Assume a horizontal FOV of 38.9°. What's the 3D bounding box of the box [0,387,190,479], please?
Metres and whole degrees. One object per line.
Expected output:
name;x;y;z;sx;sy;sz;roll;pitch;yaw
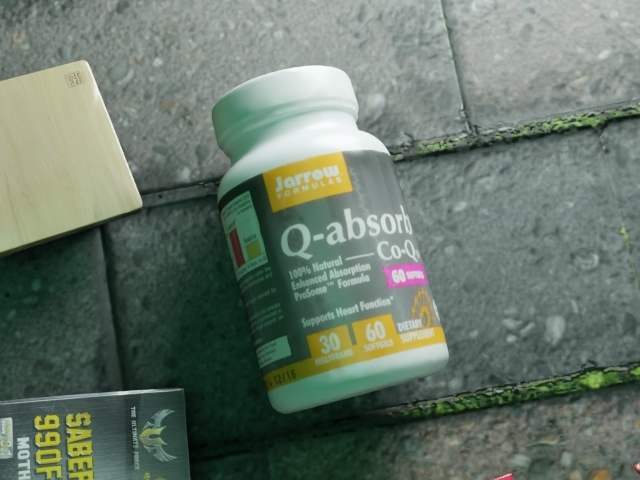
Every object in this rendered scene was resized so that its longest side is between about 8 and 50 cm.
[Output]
box;-0.204;0.250;0.780;0.183;0.056;0.231;-1;78;-21

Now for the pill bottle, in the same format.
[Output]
pill bottle;0.000;0.000;0.800;0.162;0.162;0.278;-16;80;-1

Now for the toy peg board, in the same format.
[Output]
toy peg board;-0.276;-0.068;0.876;0.161;0.079;0.161;-19;79;-18

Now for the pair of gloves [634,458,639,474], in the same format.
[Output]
pair of gloves;0.381;0.204;0.819;0.159;0.023;0.198;-43;82;-8

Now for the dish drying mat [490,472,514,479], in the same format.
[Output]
dish drying mat;0.141;0.242;0.826;0.083;0.008;0.032;-20;78;-2
